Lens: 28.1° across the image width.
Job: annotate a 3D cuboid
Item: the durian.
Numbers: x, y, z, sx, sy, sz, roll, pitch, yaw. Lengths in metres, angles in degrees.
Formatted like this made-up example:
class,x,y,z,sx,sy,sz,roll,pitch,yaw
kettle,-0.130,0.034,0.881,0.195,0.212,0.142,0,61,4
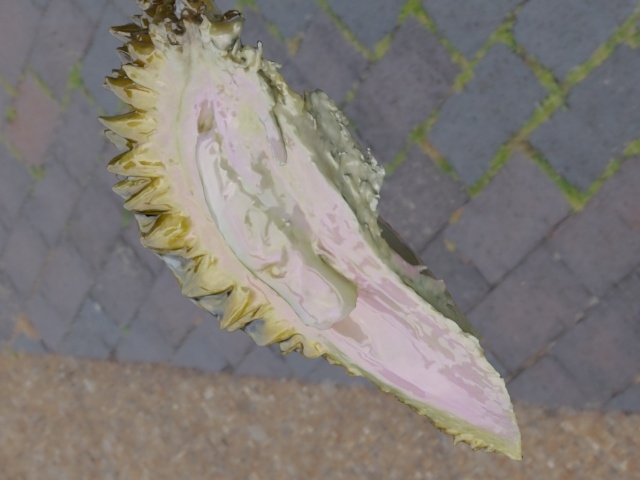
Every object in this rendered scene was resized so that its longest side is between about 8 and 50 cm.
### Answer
class,x,y,z,sx,sy,sz,roll,pitch,yaw
durian,-0.008,0.007,0.457,0.224,0.078,0.140,53,176,-7
